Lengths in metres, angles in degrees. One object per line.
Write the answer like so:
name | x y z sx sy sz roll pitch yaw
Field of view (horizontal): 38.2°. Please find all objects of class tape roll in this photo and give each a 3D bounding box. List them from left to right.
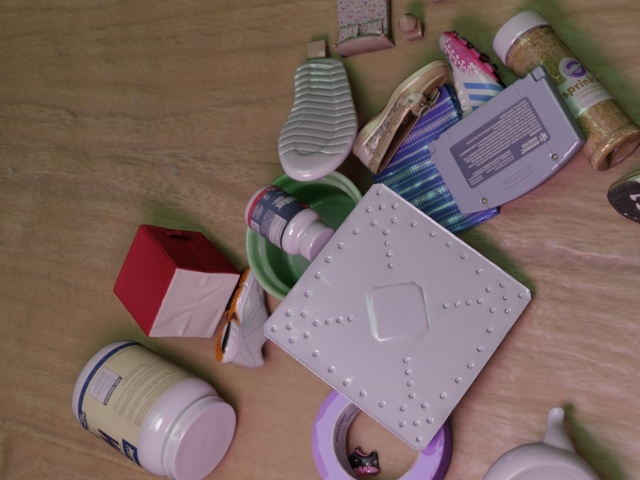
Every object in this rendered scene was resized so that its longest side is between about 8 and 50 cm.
tape roll | 0.125 0.408 1.881 0.274 0.090 0.275 -6 70 17

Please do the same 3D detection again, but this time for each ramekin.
ramekin | 0.000 0.000 2.033 0.303 0.148 0.303 -6 76 27

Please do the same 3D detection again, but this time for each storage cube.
storage cube | -0.334 0.100 2.135 0.193 0.183 0.215 42 113 42

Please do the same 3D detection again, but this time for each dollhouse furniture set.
dollhouse furniture set | 0.100 -0.605 2.098 0.355 0.174 0.303 -7 75 27

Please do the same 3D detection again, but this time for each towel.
towel | 0.226 -0.157 2.009 0.243 0.040 0.336 -27 68 22

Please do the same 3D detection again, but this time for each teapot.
teapot | 0.398 0.483 1.698 0.256 0.187 0.253 -27 94 3

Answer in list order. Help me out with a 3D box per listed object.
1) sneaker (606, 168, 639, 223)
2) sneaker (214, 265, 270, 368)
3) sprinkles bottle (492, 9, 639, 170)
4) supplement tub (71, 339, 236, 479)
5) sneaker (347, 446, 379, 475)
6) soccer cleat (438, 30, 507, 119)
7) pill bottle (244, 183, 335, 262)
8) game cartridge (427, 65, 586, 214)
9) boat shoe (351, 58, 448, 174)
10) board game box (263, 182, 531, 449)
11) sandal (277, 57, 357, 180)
sneaker | 0.733 -0.151 1.702 0.410 0.158 0.182 -20 34 32
sneaker | -0.154 0.175 2.122 0.099 0.121 0.262 -35 36 58
sprinkles bottle | 0.491 -0.303 1.849 0.121 0.121 0.355 -40 64 15
supplement tub | -0.378 0.389 2.103 0.324 0.235 0.235 24 91 31
sneaker | 0.068 0.468 1.957 0.119 0.047 0.057 -4 71 20
soccer cleat | 0.329 -0.305 1.941 0.143 0.116 0.331 -47 60 18
pill bottle | -0.061 -0.032 1.924 0.180 0.108 0.108 33 96 29
game cartridge | 0.369 -0.183 1.836 0.297 0.062 0.198 -34 82 36
boat shoe | 0.185 -0.266 1.985 0.285 0.104 0.089 -48 68 28
board game box | 0.153 0.146 1.836 0.390 0.050 0.390 36 79 7
sandal | 0.010 -0.260 2.055 0.169 0.102 0.416 -3 45 12
